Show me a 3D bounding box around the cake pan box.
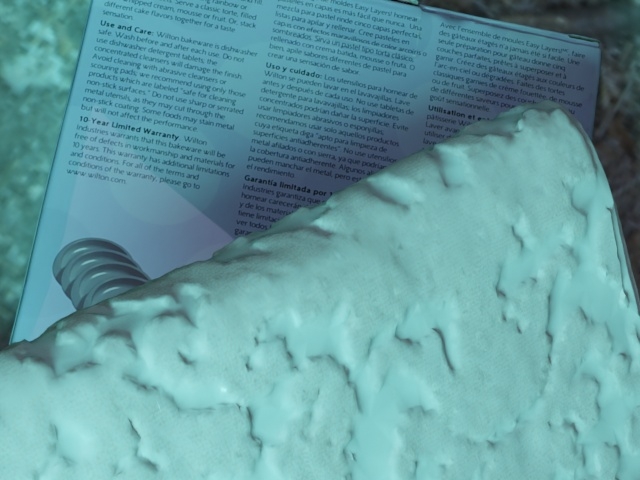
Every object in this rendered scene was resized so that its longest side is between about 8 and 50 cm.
[{"bbox_3d":[0.000,0.000,0.700,0.267,0.070,0.245,10,75,-6],"label":"cake pan box"}]

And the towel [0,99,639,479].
[{"bbox_3d":[0.033,0.140,0.571,0.332,0.053,0.317,-26,99,-35],"label":"towel"}]
